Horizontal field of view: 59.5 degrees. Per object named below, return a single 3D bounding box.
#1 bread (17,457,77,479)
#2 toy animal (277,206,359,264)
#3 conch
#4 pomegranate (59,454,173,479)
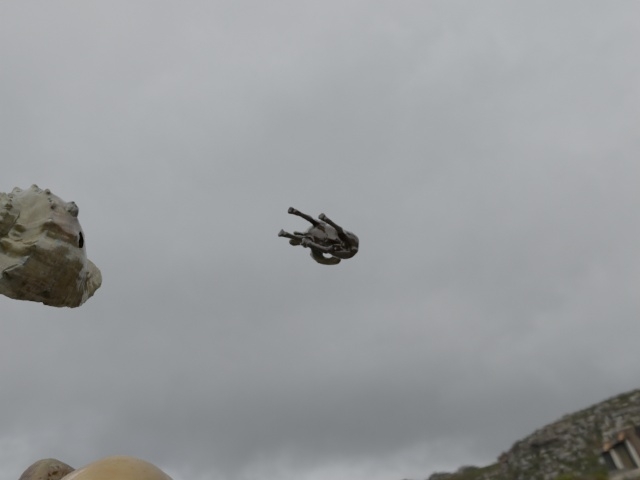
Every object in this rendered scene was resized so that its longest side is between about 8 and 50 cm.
[{"bbox_3d":[-0.800,0.767,1.582,0.176,0.246,0.195,-32,-71,24],"label":"bread"},{"bbox_3d":[0.000,0.000,1.132,0.186,0.093,0.214,21,-1,-43],"label":"toy animal"},{"bbox_3d":[-0.591,0.015,1.184,0.324,0.263,0.186,31,-53,-34],"label":"conch"},{"bbox_3d":[-0.441,0.666,1.203,0.412,0.411,0.411,-10,-31,-6],"label":"pomegranate"}]
